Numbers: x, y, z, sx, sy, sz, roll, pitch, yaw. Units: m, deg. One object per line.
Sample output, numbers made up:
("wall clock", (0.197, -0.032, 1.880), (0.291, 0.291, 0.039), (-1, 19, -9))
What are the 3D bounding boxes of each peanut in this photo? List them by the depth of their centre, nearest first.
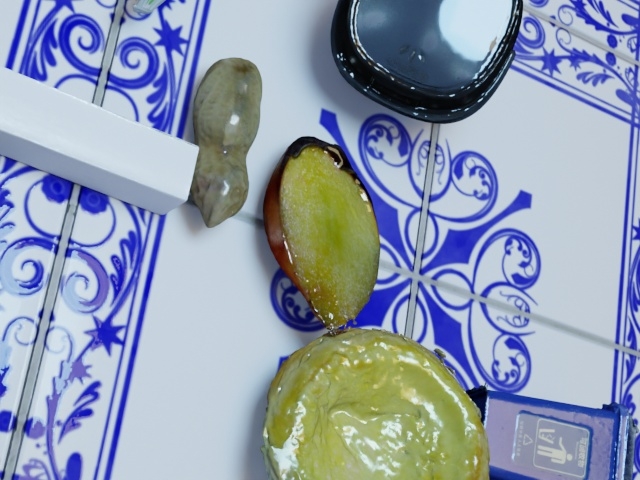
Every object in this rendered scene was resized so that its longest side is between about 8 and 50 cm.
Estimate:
("peanut", (-0.122, -0.123, 1.488), (0.086, 0.104, 0.227), (11, 74, -16))

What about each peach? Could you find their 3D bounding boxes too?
("peach", (-0.002, 0.000, 1.543), (0.189, 0.068, 0.279), (21, 57, -34))

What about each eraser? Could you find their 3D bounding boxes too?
("eraser", (-0.295, -0.121, 1.393), (0.298, 0.078, 0.076), (21, 67, -26))

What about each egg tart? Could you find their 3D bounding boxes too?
("egg tart", (0.062, 0.262, 1.470), (0.315, 0.120, 0.314), (9, 59, -16))

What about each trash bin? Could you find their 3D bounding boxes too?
("trash bin", (0.291, 0.287, 1.613), (0.235, 0.184, 0.162), (15, 69, -16))

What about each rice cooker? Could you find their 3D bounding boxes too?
("rice cooker", (0.143, -0.286, 1.596), (0.267, 0.224, 0.267), (0, 92, 0))

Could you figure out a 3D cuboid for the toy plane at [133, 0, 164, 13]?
("toy plane", (-0.194, -0.391, 1.515), (0.255, 0.101, 0.251), (9, 73, -34))
